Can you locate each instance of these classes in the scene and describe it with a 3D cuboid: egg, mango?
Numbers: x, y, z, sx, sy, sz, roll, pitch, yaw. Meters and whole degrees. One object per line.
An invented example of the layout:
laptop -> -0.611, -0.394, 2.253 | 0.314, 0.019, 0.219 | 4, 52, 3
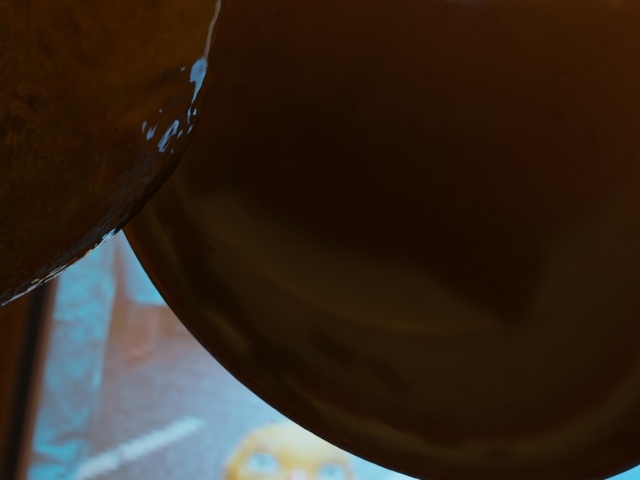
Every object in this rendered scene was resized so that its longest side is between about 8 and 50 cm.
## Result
egg -> 0.061, -0.049, 0.889 | 0.374, 0.301, 0.301 | 49, -23, -23
mango -> -0.072, -0.091, 0.488 | 0.130, 0.262, 0.167 | 19, -28, 30
